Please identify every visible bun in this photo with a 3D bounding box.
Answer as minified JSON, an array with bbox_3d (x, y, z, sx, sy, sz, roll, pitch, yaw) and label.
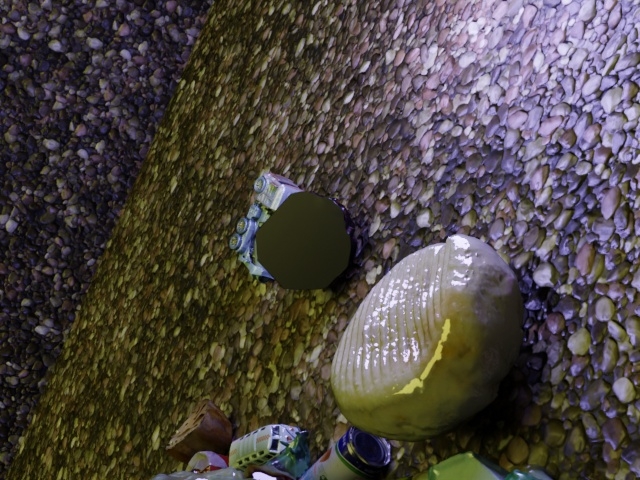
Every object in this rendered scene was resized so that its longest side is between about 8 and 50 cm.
[{"bbox_3d":[0.188,0.178,1.562,0.365,0.219,0.365,-46,21,23],"label":"bun"}]

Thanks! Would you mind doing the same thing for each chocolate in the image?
[{"bbox_3d":[0.000,0.000,2.153,0.224,0.206,0.177,-47,-11,17],"label":"chocolate"}]

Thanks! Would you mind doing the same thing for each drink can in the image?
[{"bbox_3d":[0.028,0.446,1.792,0.235,0.097,0.097,-49,33,31],"label":"drink can"}]

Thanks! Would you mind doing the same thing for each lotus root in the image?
[{"bbox_3d":[-0.271,0.461,2.269,0.095,0.135,0.159,-14,45,55],"label":"lotus root"}]

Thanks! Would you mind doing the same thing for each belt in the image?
[{"bbox_3d":[-0.265,0.575,2.180,0.201,0.124,0.128,-63,30,11],"label":"belt"}]

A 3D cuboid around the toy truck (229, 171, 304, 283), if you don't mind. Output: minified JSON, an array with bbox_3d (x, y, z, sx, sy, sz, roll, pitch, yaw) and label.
[{"bbox_3d":[-0.125,-0.030,2.394,0.140,0.108,0.257,33,102,48],"label":"toy truck"}]

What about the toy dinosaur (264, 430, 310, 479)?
[{"bbox_3d":[-0.062,0.511,1.933,0.079,0.120,0.292,33,124,51],"label":"toy dinosaur"}]

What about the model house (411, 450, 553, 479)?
[{"bbox_3d":[0.229,0.425,1.377,0.267,0.194,0.325,-60,20,2],"label":"model house"}]

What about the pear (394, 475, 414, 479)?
[{"bbox_3d":[0.092,0.534,1.556,0.292,0.159,0.292,-42,37,44],"label":"pear"}]

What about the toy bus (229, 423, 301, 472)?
[{"bbox_3d":[-0.121,0.451,2.054,0.194,0.089,0.087,-34,43,45],"label":"toy bus"}]

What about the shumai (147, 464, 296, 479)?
[{"bbox_3d":[-0.148,0.550,1.685,0.348,0.395,0.395,-29,30,-6],"label":"shumai"}]
